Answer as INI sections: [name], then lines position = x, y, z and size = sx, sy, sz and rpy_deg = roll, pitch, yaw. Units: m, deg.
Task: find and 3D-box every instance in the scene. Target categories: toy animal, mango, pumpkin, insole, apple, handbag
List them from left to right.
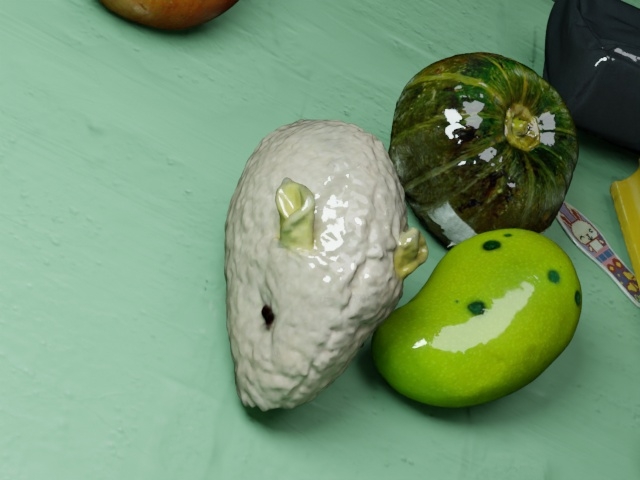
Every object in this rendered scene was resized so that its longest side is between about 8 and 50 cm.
[apple]
position = -0.183, -0.352, 1.573
size = 0.235, 0.173, 0.210
rpy_deg = -17, 69, -34
[toy animal]
position = 0.000, -0.006, 1.338
size = 0.188, 0.226, 0.358
rpy_deg = 17, 45, -24
[pumpkin]
position = 0.192, -0.110, 1.621
size = 0.260, 0.189, 0.260
rpy_deg = 15, 67, -37
[mango]
position = 0.181, 0.089, 1.456
size = 0.293, 0.143, 0.175
rpy_deg = -29, 71, -37
[insole]
position = 0.384, 0.020, 1.764
size = 0.065, 0.004, 0.197
rpy_deg = -24, 69, -46
[handbag]
position = 0.460, -0.227, 1.917
size = 0.302, 0.177, 0.275
rpy_deg = 19, 28, -18

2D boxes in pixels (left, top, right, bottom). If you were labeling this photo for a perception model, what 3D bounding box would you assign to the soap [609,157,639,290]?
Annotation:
[soap]
position = 0.523, 0.047, 1.765
size = 0.204, 0.096, 0.324
rpy_deg = 18, 45, -25
